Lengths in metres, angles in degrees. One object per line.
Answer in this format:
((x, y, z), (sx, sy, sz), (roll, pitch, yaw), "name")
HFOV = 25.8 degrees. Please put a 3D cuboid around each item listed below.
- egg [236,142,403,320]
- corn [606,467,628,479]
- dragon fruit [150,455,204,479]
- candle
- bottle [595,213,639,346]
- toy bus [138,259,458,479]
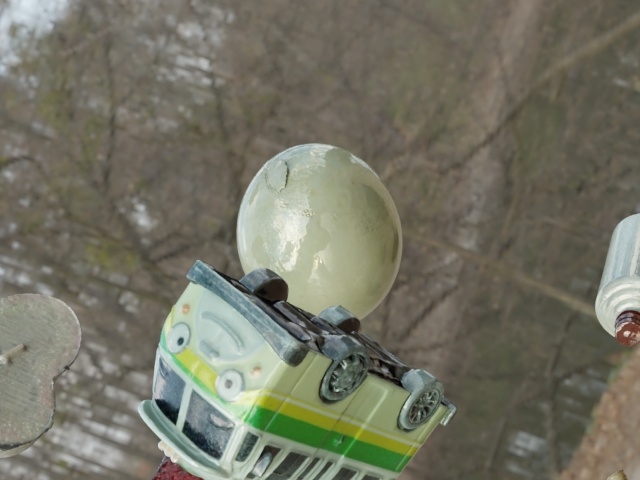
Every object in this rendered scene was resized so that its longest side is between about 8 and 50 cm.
((0.000, 0.000, 1.577), (0.253, 0.186, 0.187), (74, -151, -48), "egg")
((0.448, 0.453, 1.826), (0.119, 0.119, 0.322), (104, 145, -73), "corn")
((-0.143, 0.300, 1.456), (0.096, 0.102, 0.147), (92, -162, -52), "dragon fruit")
((-0.364, 0.139, 1.560), (0.068, 0.168, 0.192), (-47, 20, 56), "candle")
((0.430, 0.062, 1.888), (0.245, 0.104, 0.104), (-59, -10, -55), "bottle")
((-0.023, 0.133, 1.152), (0.165, 0.133, 0.276), (-57, -36, 4), "toy bus")
